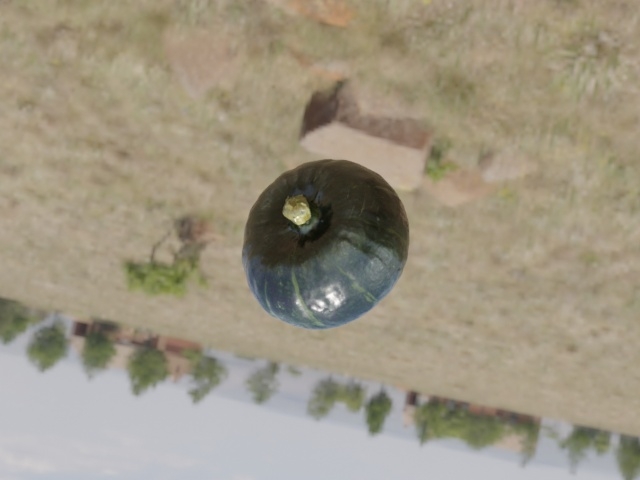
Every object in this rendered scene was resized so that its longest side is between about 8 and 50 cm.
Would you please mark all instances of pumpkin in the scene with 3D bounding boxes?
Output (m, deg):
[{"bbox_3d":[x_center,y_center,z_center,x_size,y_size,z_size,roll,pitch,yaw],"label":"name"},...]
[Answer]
[{"bbox_3d":[0.001,0.002,1.144,0.125,0.167,0.167,15,172,-42],"label":"pumpkin"}]
